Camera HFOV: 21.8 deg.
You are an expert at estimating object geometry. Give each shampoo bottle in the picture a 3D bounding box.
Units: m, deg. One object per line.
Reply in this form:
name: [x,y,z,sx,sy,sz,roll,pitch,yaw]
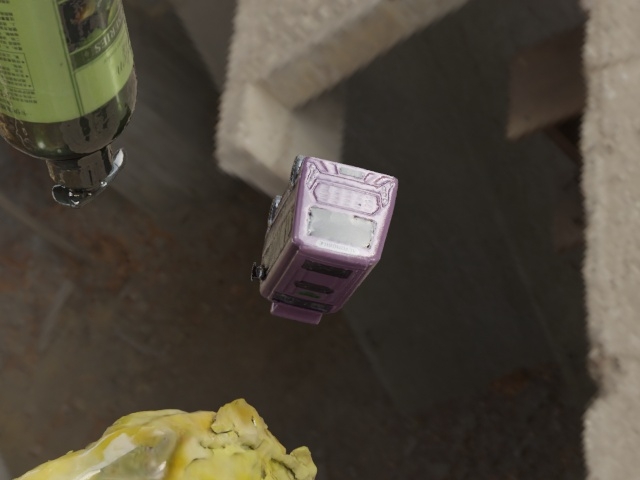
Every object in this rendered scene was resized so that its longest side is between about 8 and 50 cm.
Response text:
shampoo bottle: [-0.171,-0.126,1.053,0.101,0.283,0.101,-2,49,3]

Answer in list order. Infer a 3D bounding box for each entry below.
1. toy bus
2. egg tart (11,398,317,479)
toy bus: [0.000,0.000,1.347,0.178,0.087,0.098,124,157,-70]
egg tart: [-0.099,0.232,0.754,0.132,0.345,0.345,37,88,26]
